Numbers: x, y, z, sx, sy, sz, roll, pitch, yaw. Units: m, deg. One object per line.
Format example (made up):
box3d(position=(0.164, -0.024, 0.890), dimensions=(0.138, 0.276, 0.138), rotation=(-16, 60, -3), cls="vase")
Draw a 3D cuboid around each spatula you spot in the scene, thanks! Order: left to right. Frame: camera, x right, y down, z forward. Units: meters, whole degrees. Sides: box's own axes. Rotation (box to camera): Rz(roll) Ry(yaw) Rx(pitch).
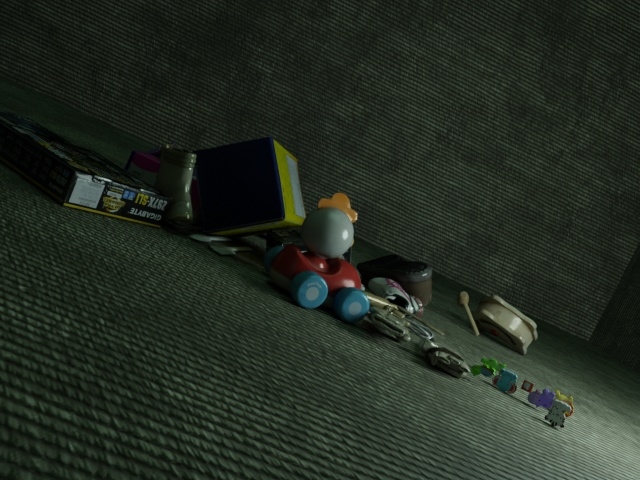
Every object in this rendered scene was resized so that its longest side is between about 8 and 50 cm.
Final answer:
box3d(position=(-0.259, -0.009, 1.580), dimensions=(0.168, 0.019, 0.242), rotation=(25, 6, 12), cls="spatula")

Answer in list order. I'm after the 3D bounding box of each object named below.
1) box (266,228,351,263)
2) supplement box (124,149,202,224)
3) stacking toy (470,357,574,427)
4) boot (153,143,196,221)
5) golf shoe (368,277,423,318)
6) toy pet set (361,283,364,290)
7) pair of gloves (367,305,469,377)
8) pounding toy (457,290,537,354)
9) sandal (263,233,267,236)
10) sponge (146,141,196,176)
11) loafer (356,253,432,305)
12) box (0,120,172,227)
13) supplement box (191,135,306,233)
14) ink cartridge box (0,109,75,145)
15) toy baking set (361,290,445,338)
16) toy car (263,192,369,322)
box3d(position=(-0.031, 0.024, 1.634), dimensions=(0.180, 0.078, 0.147), rotation=(-3, 16, -19), cls="box")
box3d(position=(-0.388, -0.134, 1.693), dimensions=(0.220, 0.111, 0.114), rotation=(26, 5, 7), cls="supplement box")
box3d(position=(0.428, 0.318, 1.397), dimensions=(0.221, 0.052, 0.167), rotation=(25, 4, 23), cls="stacking toy")
box3d(position=(-0.359, -0.139, 1.511), dimensions=(0.077, 0.165, 0.213), rotation=(-2, 13, -45), cls="boot")
box3d(position=(0.195, 0.149, 1.807), dimensions=(0.186, 0.068, 0.086), rotation=(30, 9, 40), cls="golf shoe")
box3d(position=(0.056, 0.096, 1.720), dimensions=(0.122, 0.065, 0.114), rotation=(29, 7, 38), cls="toy pet set")
box3d(position=(0.202, 0.213, 1.385), dimensions=(0.240, 0.042, 0.204), rotation=(29, 3, -1), cls="pair of gloves")
box3d(position=(0.540, 0.277, 2.098), dimensions=(0.269, 0.155, 0.154), rotation=(37, -19, 18), cls="pounding toy")
box3d(position=(-0.280, -0.141, 2.008), dimensions=(0.445, 0.107, 0.167), rotation=(35, 1, -8), cls="sandal")
box3d(position=(-0.375, -0.171, 1.795), dimensions=(0.117, 0.031, 0.210), rotation=(-9, -52, 41), cls="sponge")
box3d(position=(0.216, 0.127, 1.982), dimensions=(0.133, 0.130, 0.366), rotation=(-14, 10, -17), cls="loafer")
box3d(position=(-0.517, -0.142, 1.416), dimensions=(0.322, 0.079, 0.257), rotation=(29, 9, 32), cls="box")
box3d(position=(-0.166, -0.121, 1.652), dimensions=(0.195, 0.194, 0.356), rotation=(-10, -3, 8), cls="supplement box")
box3d(position=(-0.739, -0.263, 1.640), dimensions=(0.332, 0.065, 0.165), rotation=(27, 7, 25), cls="ink cartridge box")
box3d(position=(0.180, 0.186, 1.634), dimensions=(0.256, 0.030, 0.197), rotation=(21, 10, -31), cls="toy baking set")
box3d(position=(0.022, 0.018, 1.419), dimensions=(0.210, 0.238, 0.219), rotation=(22, 7, -26), cls="toy car")
